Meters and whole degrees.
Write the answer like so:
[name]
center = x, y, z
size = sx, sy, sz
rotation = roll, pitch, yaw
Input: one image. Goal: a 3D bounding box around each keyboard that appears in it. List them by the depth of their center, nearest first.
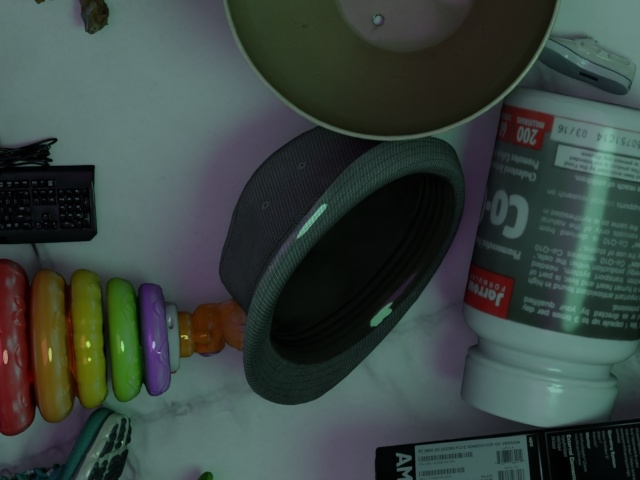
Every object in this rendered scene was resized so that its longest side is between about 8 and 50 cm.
[keyboard]
center = -0.310, -0.044, 1.646
size = 0.192, 0.038, 0.100
rotation = -2, 95, 6

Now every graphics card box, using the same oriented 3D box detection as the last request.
[graphics card box]
center = 0.244, 0.260, 1.525
size = 0.370, 0.094, 0.233
rotation = -8, 138, 7

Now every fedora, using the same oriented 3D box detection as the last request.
[fedora]
center = 0.000, 0.000, 1.546
size = 0.124, 0.243, 0.275
rotation = 41, 101, 31

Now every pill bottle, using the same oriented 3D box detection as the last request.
[pill bottle]
center = 0.215, 0.016, 1.530
size = 0.161, 0.161, 0.283
rotation = 11, 96, 5

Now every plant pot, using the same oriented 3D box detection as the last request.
[plant pot]
center = 0.068, -0.233, 1.507
size = 0.284, 0.191, 0.284
rotation = 1, 96, 7

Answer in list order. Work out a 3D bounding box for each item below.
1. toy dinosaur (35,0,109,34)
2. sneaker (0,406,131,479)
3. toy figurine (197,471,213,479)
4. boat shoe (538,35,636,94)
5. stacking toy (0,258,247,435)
[toy dinosaur]
center = -0.255, -0.293, 1.612
size = 0.112, 0.064, 0.212
rotation = -17, 103, -10
[sneaker]
center = -0.282, 0.263, 1.644
size = 0.110, 0.107, 0.275
rotation = 40, 98, 11
[toy figurine]
center = -0.078, 0.330, 1.637
size = 0.159, 0.130, 0.173
rotation = 29, 74, -11
[boat shoe]
center = 0.240, -0.168, 1.577
size = 0.100, 0.035, 0.035
rotation = 24, 71, 7
[stacking toy]
center = -0.188, 0.090, 1.605
size = 0.301, 0.175, 0.166
rotation = -4, 90, -7
